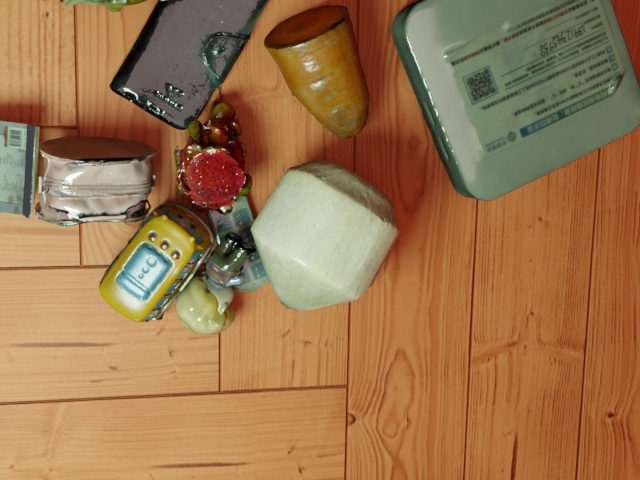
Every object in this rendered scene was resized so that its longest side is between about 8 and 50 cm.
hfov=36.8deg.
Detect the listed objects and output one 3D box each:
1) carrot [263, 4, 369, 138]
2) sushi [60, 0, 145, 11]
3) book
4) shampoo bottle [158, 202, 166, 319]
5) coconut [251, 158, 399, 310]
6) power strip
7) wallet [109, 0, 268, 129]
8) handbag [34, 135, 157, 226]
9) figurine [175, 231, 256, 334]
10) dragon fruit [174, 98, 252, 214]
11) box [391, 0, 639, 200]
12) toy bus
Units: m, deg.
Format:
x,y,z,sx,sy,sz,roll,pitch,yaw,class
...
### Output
x,y,z,sx,sy,sz,roll,pitch,yaw,class
0.019,-0.289,1.706,0.159,0.159,0.225,-31,115,-5,carrot
-0.366,-0.447,1.590,0.291,0.139,0.131,-2,94,-11,sushi
-0.587,-0.131,1.620,0.231,0.026,0.157,8,102,7,book
-0.286,0.037,1.735,0.063,0.057,0.207,16,95,-3,shampoo bottle
0.000,0.000,1.697,0.237,0.237,0.266,29,86,-15,coconut
-0.154,-0.009,1.768,0.080,0.029,0.227,-20,103,-8,power strip
-0.221,-0.359,1.683,0.172,0.045,0.318,30,94,-14,wallet
-0.379,-0.102,1.630,0.205,0.179,0.116,-4,110,-25,handbag
-0.185,0.076,1.722,0.114,0.108,0.196,34,108,13,figurine
-0.185,-0.152,1.687,0.133,0.150,0.207,12,73,-26,dragon fruit
0.372,-0.314,1.785,0.396,0.111,0.396,-25,105,-6,box
-0.283,0.040,1.635,0.126,0.136,0.209,38,97,-2,toy bus
